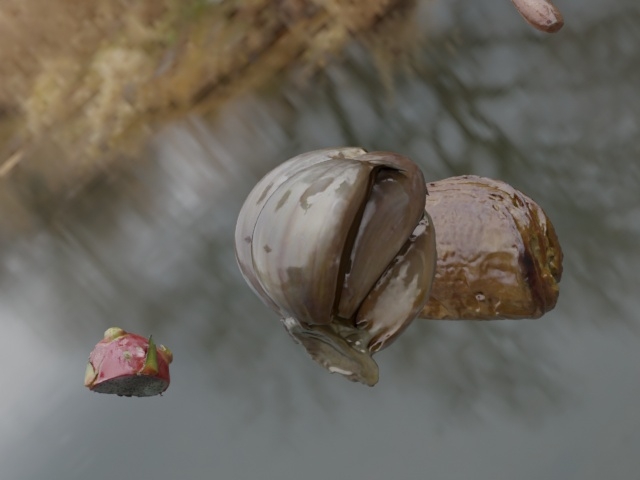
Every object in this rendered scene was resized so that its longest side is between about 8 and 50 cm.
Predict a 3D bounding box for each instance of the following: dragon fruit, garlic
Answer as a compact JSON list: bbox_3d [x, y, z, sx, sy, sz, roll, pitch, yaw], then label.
[{"bbox_3d":[-0.176,0.112,1.585,0.060,0.083,0.056,-38,49,46],"label":"dragon fruit"},{"bbox_3d":[0.000,0.000,1.456,0.160,0.214,0.191,11,72,35],"label":"garlic"}]

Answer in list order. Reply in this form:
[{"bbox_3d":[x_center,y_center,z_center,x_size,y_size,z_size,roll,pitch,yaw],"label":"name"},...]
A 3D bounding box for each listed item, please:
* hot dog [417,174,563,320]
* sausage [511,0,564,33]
[{"bbox_3d":[0.181,0.022,2.149,0.272,0.196,0.122,-5,25,43],"label":"hot dog"},{"bbox_3d":[0.236,-0.324,2.045,0.043,0.186,0.043,-24,-19,-9],"label":"sausage"}]
